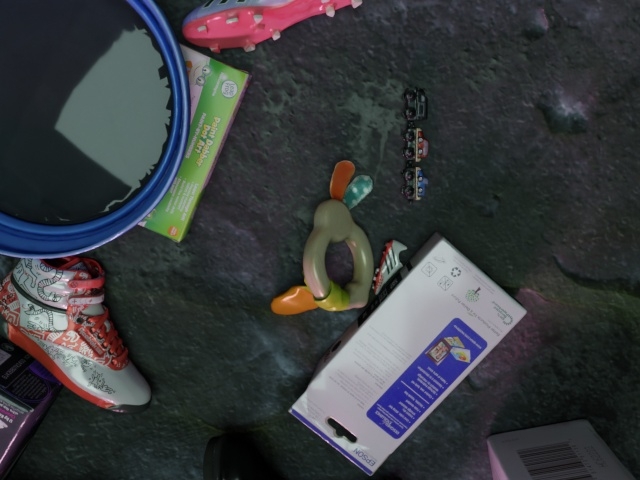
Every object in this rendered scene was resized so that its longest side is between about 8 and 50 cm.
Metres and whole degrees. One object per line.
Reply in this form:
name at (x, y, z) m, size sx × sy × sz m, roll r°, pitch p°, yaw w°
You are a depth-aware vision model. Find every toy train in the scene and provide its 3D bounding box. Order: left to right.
toy train at (0.131, -0.129, 0.926) m, size 0.036 × 0.027 × 0.158 m, roll -2°, pitch 102°, yaw -10°

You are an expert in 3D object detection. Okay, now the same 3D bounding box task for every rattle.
rattle at (0.000, 0.000, 0.953) m, size 0.130 × 0.142 × 0.200 m, roll -4°, pitch 85°, yaw -29°

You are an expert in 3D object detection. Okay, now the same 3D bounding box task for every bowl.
bowl at (-0.351, -0.175, 0.842) m, size 0.390 × 0.077 × 0.391 m, roll 0°, pitch 102°, yaw 1°

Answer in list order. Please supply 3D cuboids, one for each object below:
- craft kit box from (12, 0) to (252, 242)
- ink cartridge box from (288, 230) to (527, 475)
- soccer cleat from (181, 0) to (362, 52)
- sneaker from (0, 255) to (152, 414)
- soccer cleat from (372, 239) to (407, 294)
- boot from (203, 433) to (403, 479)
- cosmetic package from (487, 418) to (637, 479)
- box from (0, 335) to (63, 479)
craft kit box at (-0.252, -0.160, 0.909) m, size 0.246 × 0.061 × 0.250 m, roll 25°, pitch 101°, yaw -2°
ink cartridge box at (0.119, 0.163, 0.969) m, size 0.165 × 0.065 × 0.333 m, roll 41°, pitch 98°, yaw -8°
soccer cleat at (-0.063, -0.318, 0.871) m, size 0.247 × 0.083 × 0.095 m, roll -16°, pitch 72°, yaw 9°
sneaker at (-0.326, 0.121, 0.950) m, size 0.270 × 0.090 × 0.145 m, roll 36°, pitch 102°, yaw -4°
soccer cleat at (0.098, 0.040, 0.961) m, size 0.035 × 0.029 × 0.083 m, roll 17°, pitch 97°, yaw 1°
boot at (0.006, 0.399, 0.985) m, size 0.260 × 0.131 × 0.348 m, roll -22°, pitch 107°, yaw 9°
cosmetic package at (0.371, 0.519, 0.958) m, size 0.161 × 0.230 × 0.454 m, roll -11°, pitch 102°, yaw 2°
box at (-0.493, 0.273, 0.945) m, size 0.143 × 0.165 × 0.270 m, roll 32°, pitch 99°, yaw -6°
